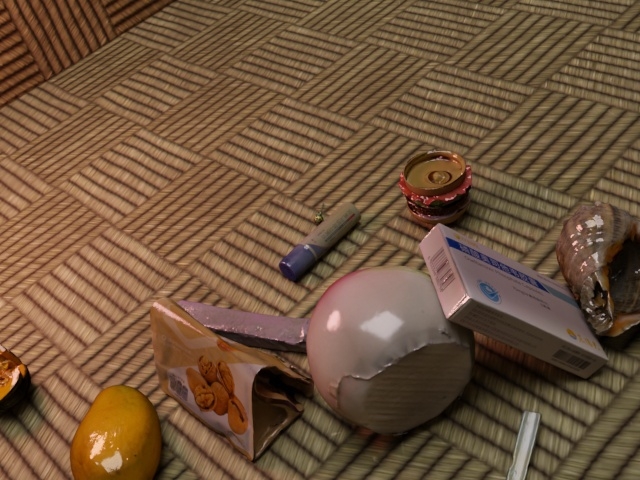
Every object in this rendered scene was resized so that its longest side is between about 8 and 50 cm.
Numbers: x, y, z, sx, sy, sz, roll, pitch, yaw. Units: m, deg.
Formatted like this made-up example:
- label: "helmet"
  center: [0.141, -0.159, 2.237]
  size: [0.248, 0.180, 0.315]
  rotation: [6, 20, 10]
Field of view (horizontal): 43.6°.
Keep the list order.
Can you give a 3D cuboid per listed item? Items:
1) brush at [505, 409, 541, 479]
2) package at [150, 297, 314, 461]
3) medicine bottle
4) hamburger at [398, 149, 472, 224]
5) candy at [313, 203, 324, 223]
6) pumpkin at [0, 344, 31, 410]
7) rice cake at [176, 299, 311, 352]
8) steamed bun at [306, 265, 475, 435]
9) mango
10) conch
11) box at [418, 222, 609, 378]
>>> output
- label: "brush"
  center: [0.335, 0.369, 1.340]
  size: [0.033, 0.030, 0.178]
  rotation: [16, 60, 14]
- label: "package"
  center: [-0.175, 0.244, 1.570]
  size: [0.311, 0.221, 0.165]
  rotation: [23, 35, 38]
- label: "medicine bottle"
  center: [0.000, 0.000, 1.855]
  size: [0.059, 0.059, 0.231]
  rotation: [23, 56, 39]
- label: "hamburger"
  center: [0.263, -0.110, 1.819]
  size: [0.175, 0.136, 0.175]
  rotation: [-7, 39, 6]
- label: "candy"
  center: [0.000, -0.070, 1.964]
  size: [0.023, 0.025, 0.083]
  rotation: [-20, 30, 26]
- label: "pumpkin"
  center: [-0.698, 0.303, 1.744]
  size: [0.119, 0.107, 0.183]
  rotation: [-42, 53, -15]
- label: "rice cake"
  center: [-0.170, 0.186, 1.712]
  size: [0.365, 0.056, 0.072]
  rotation: [5, 51, 25]
- label: "steamed bun"
  center: [0.107, 0.169, 1.441]
  size: [0.310, 0.309, 0.309]
  rotation: [-11, 41, 9]
- label: "mango"
  center: [-0.391, 0.385, 1.536]
  size: [0.177, 0.119, 0.316]
  rotation: [-22, 31, 1]
- label: "conch"
  center: [0.553, 0.057, 1.516]
  size: [0.210, 0.159, 0.291]
  rotation: [9, 68, 4]
- label: "box"
  center: [0.342, 0.109, 1.418]
  size: [0.065, 0.344, 0.200]
  rotation: [-51, 30, 27]
